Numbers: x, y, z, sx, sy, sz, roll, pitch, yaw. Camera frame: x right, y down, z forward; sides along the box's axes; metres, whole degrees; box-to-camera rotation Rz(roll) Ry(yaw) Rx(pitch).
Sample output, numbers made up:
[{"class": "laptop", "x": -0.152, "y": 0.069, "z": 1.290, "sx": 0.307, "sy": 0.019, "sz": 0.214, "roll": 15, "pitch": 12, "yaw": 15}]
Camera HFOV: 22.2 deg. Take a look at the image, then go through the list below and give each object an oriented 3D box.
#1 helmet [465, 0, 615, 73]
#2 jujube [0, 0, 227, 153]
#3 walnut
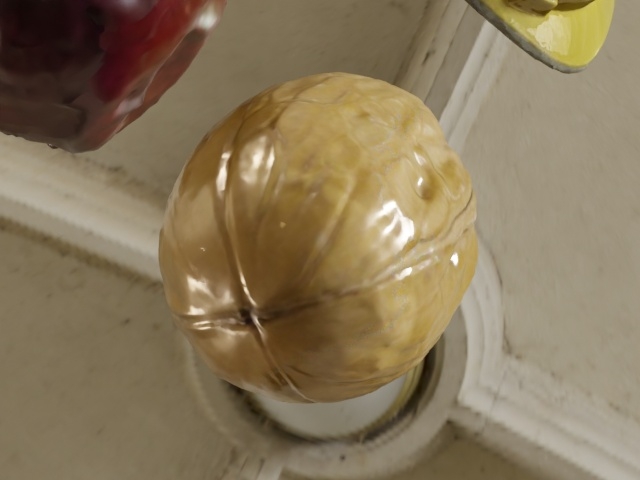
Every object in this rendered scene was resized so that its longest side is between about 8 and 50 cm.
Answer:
[{"class": "helmet", "x": 0.148, "y": -0.241, "z": 0.987, "sx": 0.140, "sy": 0.205, "sz": 0.257, "roll": -26, "pitch": -64, "yaw": 42}, {"class": "jujube", "x": -0.209, "y": -0.225, "z": 0.932, "sx": 0.376, "sy": 0.258, "sz": 0.258, "roll": 41, "pitch": -78, "yaw": 8}, {"class": "walnut", "x": 0.000, "y": 0.000, "z": 0.852, "sx": 0.165, "sy": 0.197, "sz": 0.165, "roll": 12, "pitch": -58, "yaw": 20}]
